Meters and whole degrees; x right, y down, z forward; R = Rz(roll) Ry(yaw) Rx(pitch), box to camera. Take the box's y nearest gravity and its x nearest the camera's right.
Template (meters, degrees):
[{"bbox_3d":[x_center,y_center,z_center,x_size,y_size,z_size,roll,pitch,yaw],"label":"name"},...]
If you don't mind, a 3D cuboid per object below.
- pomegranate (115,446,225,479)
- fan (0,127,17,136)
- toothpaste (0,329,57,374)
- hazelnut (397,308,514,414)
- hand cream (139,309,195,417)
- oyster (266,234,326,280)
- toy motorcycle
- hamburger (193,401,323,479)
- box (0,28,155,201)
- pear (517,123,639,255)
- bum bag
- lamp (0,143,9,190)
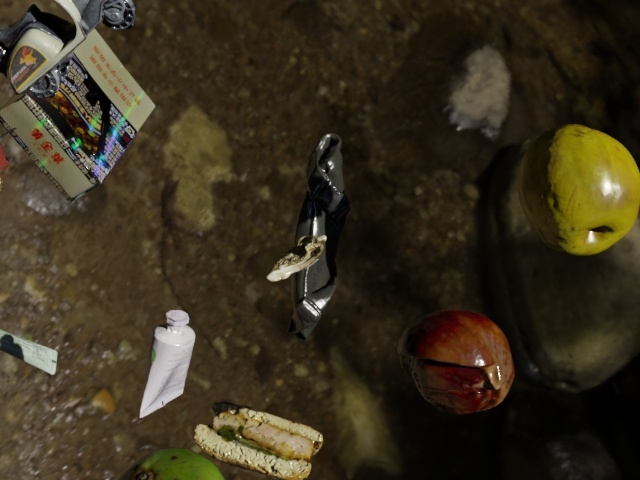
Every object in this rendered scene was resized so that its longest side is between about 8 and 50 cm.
[{"bbox_3d":[-0.209,0.416,1.402,0.187,0.187,0.225,-57,131,-40],"label":"pomegranate"},{"bbox_3d":[-0.472,-0.079,1.142,0.227,0.152,0.008,-29,105,-6],"label":"fan"},{"bbox_3d":[-0.518,0.177,1.604,0.197,0.029,0.048,38,38,-49],"label":"toothpaste"},{"bbox_3d":[0.209,0.190,1.482,0.202,0.170,0.160,17,55,-49],"label":"hazelnut"},{"bbox_3d":[-0.196,0.155,1.228,0.053,0.142,0.084,29,29,25],"label":"hand cream"},{"bbox_3d":[-0.038,0.018,1.315,0.083,0.080,0.038,-18,69,-28],"label":"oyster"},{"bbox_3d":[-0.384,-0.305,1.342,0.157,0.263,0.091,41,32,-28],"label":"toy motorcycle"},{"bbox_3d":[-0.127,0.425,1.950,0.262,0.131,0.124,16,59,19],"label":"hamburger"},{"bbox_3d":[-0.429,-0.233,1.715,0.198,0.084,0.310,53,28,-22],"label":"box"},{"bbox_3d":[0.318,-0.066,1.167,0.149,0.149,0.162,13,56,-30],"label":"pear"},{"bbox_3d":[0.000,0.000,1.440,0.080,0.142,0.326,6,95,1],"label":"bum bag"},{"bbox_3d":[-0.616,-0.110,1.559,0.177,0.177,0.274,36,10,-15],"label":"lamp"}]
